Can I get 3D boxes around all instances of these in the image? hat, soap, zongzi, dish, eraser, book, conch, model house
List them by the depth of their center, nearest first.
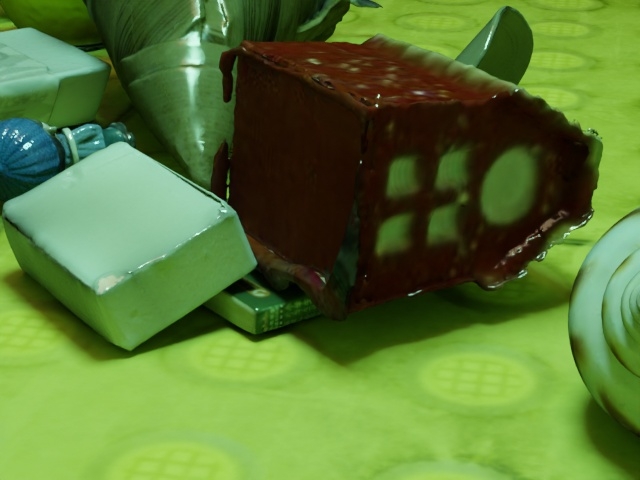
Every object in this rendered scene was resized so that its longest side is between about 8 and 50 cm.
[{"bbox_3d":[0.242,0.046,0.871,0.183,0.148,0.275,9,21,31],"label":"conch"},{"bbox_3d":[-0.146,-0.002,1.051,0.121,0.063,0.183,-33,35,-20],"label":"soap"},{"bbox_3d":[0.072,-0.062,1.055,0.254,0.160,0.196,-12,25,-31],"label":"model house"},{"bbox_3d":[0.000,0.000,1.143,0.264,0.027,0.202,-15,27,-34],"label":"book"},{"bbox_3d":[0.091,-0.140,1.269,0.144,0.173,0.166,25,16,25],"label":"hat"},{"bbox_3d":[-0.422,-0.128,1.378,0.397,0.082,0.213,-16,29,-35],"label":"eraser"},{"bbox_3d":[-0.071,-0.186,1.546,0.218,0.466,0.500,-24,-24,23],"label":"zongzi"},{"bbox_3d":[-0.305,-0.278,1.757,0.208,0.080,0.149,3,18,11],"label":"dish"}]

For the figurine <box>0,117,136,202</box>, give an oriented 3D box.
[{"bbox_3d":[-0.235,-0.070,1.266,0.149,0.086,0.087,-4,44,-42],"label":"figurine"}]
